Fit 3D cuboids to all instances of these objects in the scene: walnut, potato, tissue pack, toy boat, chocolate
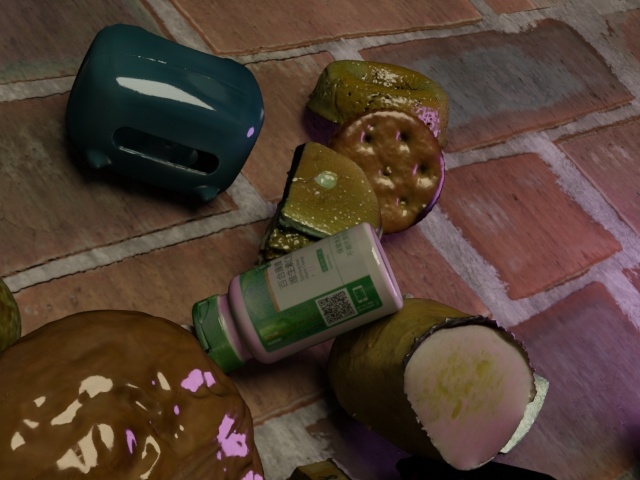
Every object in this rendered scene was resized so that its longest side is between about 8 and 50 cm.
[{"bbox_3d":[-0.238,0.258,1.185,0.398,0.308,0.354,-34,113,-48],"label":"walnut"},{"bbox_3d":[0.126,0.181,1.566,0.229,0.229,0.266,2,5,-32],"label":"potato"},{"bbox_3d":[-0.236,-0.188,1.707,0.287,0.198,0.206,17,41,-23],"label":"tissue pack"},{"bbox_3d":[0.018,0.337,1.393,0.068,0.088,0.226,-6,10,-20],"label":"toy boat"},{"bbox_3d":[0.199,0.394,1.507,0.224,0.206,0.177,10,88,-6],"label":"chocolate"}]

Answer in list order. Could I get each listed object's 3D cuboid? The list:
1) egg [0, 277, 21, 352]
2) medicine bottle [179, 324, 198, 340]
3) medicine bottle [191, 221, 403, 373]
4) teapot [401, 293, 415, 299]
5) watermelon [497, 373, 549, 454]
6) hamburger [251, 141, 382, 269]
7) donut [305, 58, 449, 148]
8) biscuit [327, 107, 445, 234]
[{"bbox_3d":[-0.464,0.102,1.242,0.238,0.238,0.289,51,33,18],"label":"egg"},{"bbox_3d":[-0.182,0.162,1.513,0.052,0.052,0.089,7,47,-28],"label":"medicine bottle"},{"bbox_3d":[-0.034,0.085,1.526,0.133,0.274,0.133,-24,90,-84],"label":"medicine bottle"},{"bbox_3d":[0.141,0.130,1.757,0.064,0.064,0.083,36,35,-10],"label":"teapot"},{"bbox_3d":[0.209,0.225,1.705,0.241,0.094,0.154,34,50,1],"label":"watermelon"},{"bbox_3d":[0.000,0.000,1.705,0.192,0.168,0.288,27,41,-9],"label":"hamburger"},{"bbox_3d":[0.113,-0.253,2.015,0.272,0.107,0.272,13,19,-5],"label":"donut"},{"bbox_3d":[0.108,-0.116,1.877,0.220,0.220,0.066,25,0,-11],"label":"biscuit"}]
